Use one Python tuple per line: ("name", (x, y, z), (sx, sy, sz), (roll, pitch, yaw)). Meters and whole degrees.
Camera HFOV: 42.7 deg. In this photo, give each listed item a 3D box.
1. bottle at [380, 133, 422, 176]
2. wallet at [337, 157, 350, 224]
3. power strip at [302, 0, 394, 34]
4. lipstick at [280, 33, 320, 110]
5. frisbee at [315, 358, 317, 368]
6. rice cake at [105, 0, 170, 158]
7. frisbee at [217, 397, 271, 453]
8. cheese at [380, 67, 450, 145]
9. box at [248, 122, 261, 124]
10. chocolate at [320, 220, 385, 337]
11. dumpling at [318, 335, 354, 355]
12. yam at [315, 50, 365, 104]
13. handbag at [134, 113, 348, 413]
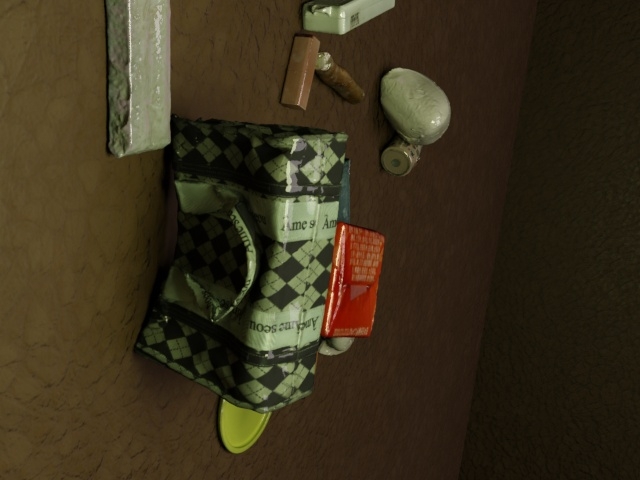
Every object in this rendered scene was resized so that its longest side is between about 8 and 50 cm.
("bottle", (0.229, -0.243, 2.204), (0.152, 0.099, 0.099), (-53, 145, -50))
("wallet", (0.000, 0.000, 1.816), (0.237, 0.075, 0.342), (-34, 127, -63))
("power strip", (0.069, -0.501, 1.739), (0.338, 0.098, 0.058), (-44, 139, -52))
("lipstick", (-0.040, -0.337, 1.635), (0.045, 0.045, 0.145), (22, 79, -68))
("frisbee", (-0.040, 0.146, 1.403), (0.251, 0.021, 0.250), (-178, -90, -77))
("rice cake", (-0.259, -0.271, 1.181), (0.106, 0.050, 0.298), (-27, 124, -61))
("frisbee", (-0.150, 0.329, 1.713), (0.236, 0.017, 0.236), (-39, 134, -56))
("cheese", (0.248, -0.339, 2.102), (0.154, 0.198, 0.189), (-37, 161, -7))
("box", (-0.103, -0.140, 1.589), (0.055, 0.040, 0.218), (-66, 152, -23))
("chocolate", (0.038, 0.083, 1.720), (0.237, 0.108, 0.234), (12, 85, -65))
("dumpling", (0.056, 0.202, 2.012), (0.150, 0.092, 0.176), (17, 84, -64))
("yam", (0.041, -0.353, 1.795), (0.241, 0.057, 0.056), (24, 78, -65))
("handbag", (-0.134, 0.013, 1.267), (0.180, 0.317, 0.416), (-7, 110, -50))
